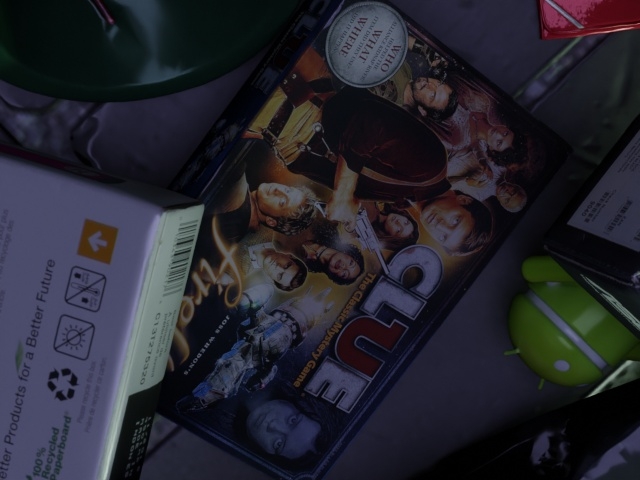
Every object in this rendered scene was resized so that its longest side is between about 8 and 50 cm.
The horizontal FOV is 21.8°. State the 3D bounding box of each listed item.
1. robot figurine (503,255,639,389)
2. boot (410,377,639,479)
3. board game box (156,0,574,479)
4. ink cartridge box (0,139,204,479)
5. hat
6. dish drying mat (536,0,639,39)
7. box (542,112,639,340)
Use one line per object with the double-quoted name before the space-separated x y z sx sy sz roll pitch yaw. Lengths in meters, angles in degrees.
"robot figurine" 0.151 0.032 0.913 0.115 0.067 0.101 -45 131 3
"boot" 0.140 0.337 0.927 0.367 0.146 0.445 -29 105 -8
"board game box" 0.000 0.000 0.883 0.165 0.042 0.243 33 96 -28
"ink cartridge box" -0.252 0.016 0.841 0.371 0.069 0.176 16 99 13
"hat" -0.123 -0.194 0.851 0.173 0.208 0.184 -33 60 29
"dish drying mat" 0.161 -0.131 0.915 0.083 0.008 0.032 -8 100 -4
"box" 0.342 -0.051 0.837 0.318 0.097 0.395 41 84 -27
